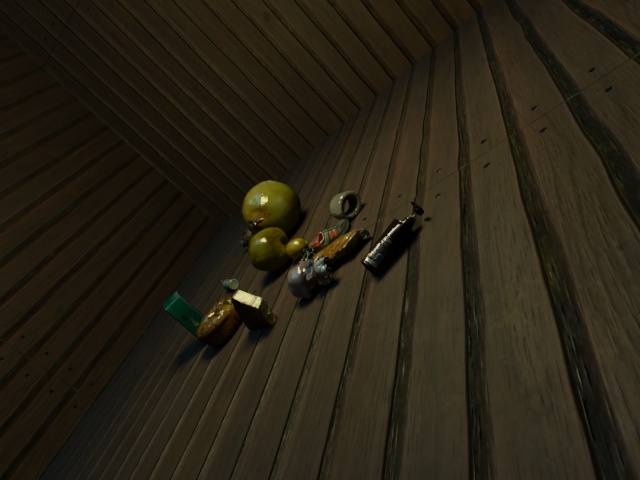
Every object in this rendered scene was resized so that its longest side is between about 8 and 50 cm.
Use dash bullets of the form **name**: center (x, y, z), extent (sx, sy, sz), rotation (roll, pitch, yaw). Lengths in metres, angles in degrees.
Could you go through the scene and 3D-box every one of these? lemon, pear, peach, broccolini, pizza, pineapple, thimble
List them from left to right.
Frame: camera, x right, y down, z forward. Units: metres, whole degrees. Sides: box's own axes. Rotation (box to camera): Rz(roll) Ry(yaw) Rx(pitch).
- **pineapple**: center (-0.407, -0.010, 2.652), extent (0.128, 0.128, 0.248), rotation (-53, 14, -22)
- **pear**: center (-0.225, 0.045, 1.988), extent (0.200, 0.200, 0.200), rotation (-41, 18, 16)
- **peach**: center (-0.244, -0.153, 2.296), extent (0.282, 0.313, 0.316), rotation (-19, -12, 28)
- **lemon**: center (-0.095, 0.033, 1.899), extent (0.111, 0.082, 0.082), rotation (-28, 24, 27)
- **broccolini**: center (-0.053, 0.119, 1.701), extent (0.058, 0.073, 0.201), rotation (0, 51, 5)
- **pizza**: center (0.064, 0.033, 1.580), extent (0.271, 0.056, 0.134), rotation (-35, 18, 27)
- **thimble**: center (0.101, -0.140, 1.807), extent (0.090, 0.102, 0.115), rotation (-5, 73, 64)

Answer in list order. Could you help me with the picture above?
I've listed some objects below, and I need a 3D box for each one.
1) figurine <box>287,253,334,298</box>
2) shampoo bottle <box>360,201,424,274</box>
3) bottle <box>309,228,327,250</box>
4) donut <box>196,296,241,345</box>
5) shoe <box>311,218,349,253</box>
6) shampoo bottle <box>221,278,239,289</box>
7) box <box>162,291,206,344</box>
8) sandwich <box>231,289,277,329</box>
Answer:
- **figurine**: center (-0.042, 0.125, 1.525), extent (0.112, 0.137, 0.229), rotation (-4, -23, -43)
- **shampoo bottle**: center (0.212, -0.007, 1.306), extent (0.236, 0.068, 0.067), rotation (-47, 15, -7)
- **bottle**: center (0.000, 0.000, 1.818), extent (0.096, 0.045, 0.045), rotation (-42, 18, 20)
- **donut**: center (-0.421, 0.340, 1.902), extent (0.227, 0.114, 0.226), rotation (-41, 18, 17)
- **shoe**: center (0.039, -0.021, 1.717), extent (0.194, 0.077, 0.074), rotation (-53, 18, -22)
- **shampoo bottle**: center (-0.482, 0.230, 2.384), extent (0.056, 0.056, 0.195), rotation (-52, 18, -20)
- **box**: center (-0.589, 0.349, 2.047), extent (0.092, 0.245, 0.153), rotation (-47, 18, -14)
- **sandwich**: center (-0.224, 0.275, 1.643), extent (0.163, 0.192, 0.058), rotation (15, 51, 29)
